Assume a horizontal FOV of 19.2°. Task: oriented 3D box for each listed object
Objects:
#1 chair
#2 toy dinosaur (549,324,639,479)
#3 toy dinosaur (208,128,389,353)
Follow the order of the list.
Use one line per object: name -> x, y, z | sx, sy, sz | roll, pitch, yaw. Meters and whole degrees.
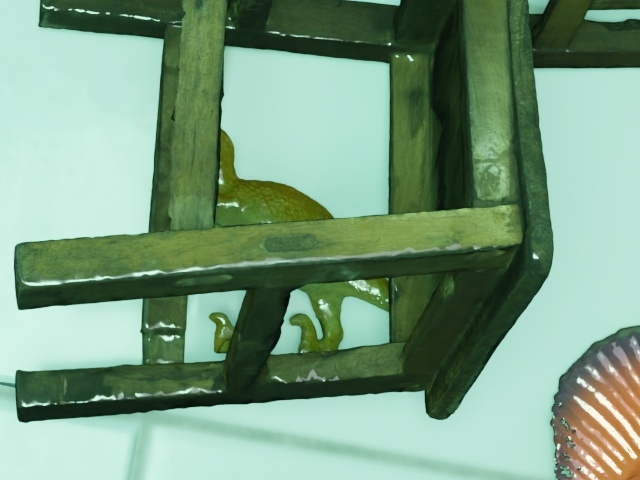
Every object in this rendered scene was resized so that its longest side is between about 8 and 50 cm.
chair -> 0.073, -0.045, 0.885 | 0.416, 0.203, 0.241 | 3, 66, -8
toy dinosaur -> 0.218, 0.094, 1.003 | 0.286, 0.070, 0.139 | -28, 70, -10
toy dinosaur -> 0.000, 0.000, 0.975 | 0.162, 0.039, 0.126 | -1, 81, -9
